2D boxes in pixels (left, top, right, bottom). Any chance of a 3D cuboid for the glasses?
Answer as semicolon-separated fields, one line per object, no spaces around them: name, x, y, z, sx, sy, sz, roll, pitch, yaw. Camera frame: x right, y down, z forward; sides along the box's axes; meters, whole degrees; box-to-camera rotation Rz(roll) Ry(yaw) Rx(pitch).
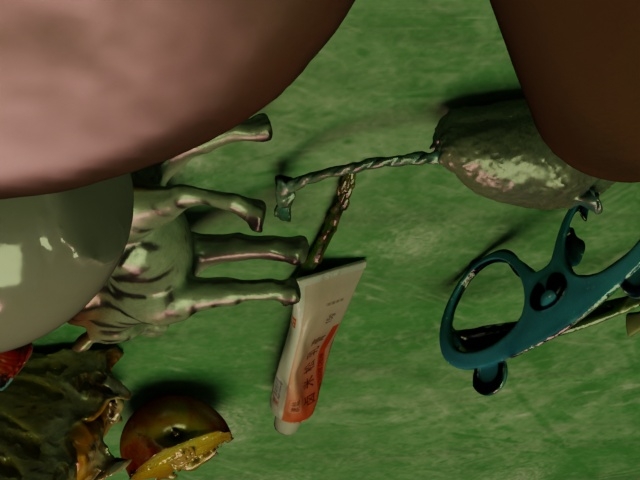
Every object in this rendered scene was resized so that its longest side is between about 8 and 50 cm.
glasses;0.209;0.022;1.230;0.239;0.102;0.207;-37;164;32

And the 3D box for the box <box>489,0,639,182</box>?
box;0.148;-0.224;0.633;0.239;0.339;0.229;-16;147;9

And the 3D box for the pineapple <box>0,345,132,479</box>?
pineapple;-0.255;0.160;1.242;0.236;0.186;0.114;-39;162;-41

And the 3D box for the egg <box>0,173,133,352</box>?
egg;-0.227;-0.015;0.971;0.231;0.176;0.176;-13;146;22

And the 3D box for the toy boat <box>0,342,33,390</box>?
toy boat;-0.267;0.060;1.157;0.058;0.069;0.173;-33;140;7

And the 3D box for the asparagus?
asparagus;0.000;0.000;1.183;0.016;0.016;0.163;20;140;-7

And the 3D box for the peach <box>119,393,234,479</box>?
peach;-0.123;0.160;1.340;0.098;0.061;0.098;-22;164;-7

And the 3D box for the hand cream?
hand cream;-0.008;0.089;1.291;0.038;0.052;0.216;33;143;13

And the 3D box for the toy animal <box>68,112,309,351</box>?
toy animal;-0.093;0.012;1.111;0.169;0.090;0.255;6;140;-4

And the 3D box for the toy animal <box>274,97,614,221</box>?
toy animal;0.091;-0.050;1.089;0.252;0.070;0.079;-7;116;-1

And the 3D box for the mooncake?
mooncake;-0.148;-0.172;0.775;0.333;0.174;0.326;17;134;-27
